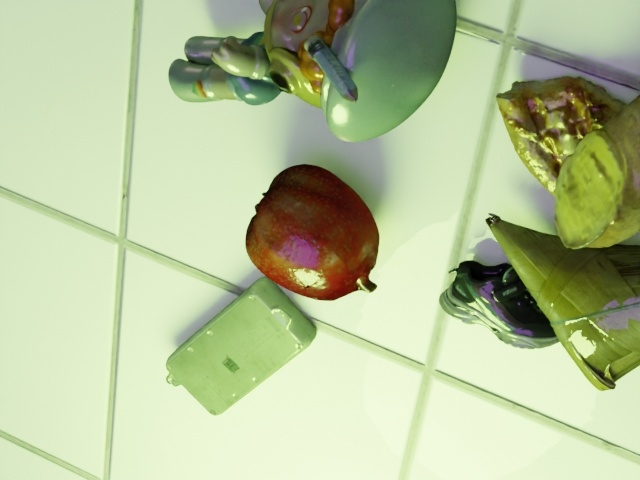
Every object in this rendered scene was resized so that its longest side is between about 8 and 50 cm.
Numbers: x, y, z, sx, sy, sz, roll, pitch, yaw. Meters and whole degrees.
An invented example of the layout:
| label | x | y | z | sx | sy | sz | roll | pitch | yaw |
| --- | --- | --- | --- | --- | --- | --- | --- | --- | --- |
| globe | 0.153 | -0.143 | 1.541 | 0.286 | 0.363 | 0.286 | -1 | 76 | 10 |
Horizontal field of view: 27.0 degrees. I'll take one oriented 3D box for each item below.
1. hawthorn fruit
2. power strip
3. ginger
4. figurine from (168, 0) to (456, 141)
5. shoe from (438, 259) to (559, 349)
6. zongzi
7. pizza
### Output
| label | x | y | z | sx | sy | sz | roll | pitch | yaw |
| --- | --- | --- | --- | --- | --- | --- | --- | --- | --- |
| hawthorn fruit | 0.000 | 0.000 | 1.704 | 0.188 | 0.169 | 0.169 | 34 | 129 | 3 |
| power strip | -0.120 | 0.159 | 1.930 | 0.118 | 0.046 | 0.270 | 46 | 128 | -5 |
| ginger | 0.380 | -0.116 | 1.410 | 0.354 | 0.126 | 0.190 | -41 | 132 | 23 |
| figurine | -0.003 | -0.229 | 1.585 | 0.381 | 0.224 | 0.205 | 10 | 142 | 49 |
| shoe | 0.235 | 0.067 | 1.664 | 0.169 | 0.071 | 0.099 | 21 | 119 | 19 |
| zongzi | 0.343 | 0.021 | 1.561 | 0.228 | 0.115 | 0.256 | -38 | 83 | 32 |
| pizza | 0.302 | -0.113 | 1.524 | 0.161 | 0.062 | 0.182 | -19 | 105 | 30 |
